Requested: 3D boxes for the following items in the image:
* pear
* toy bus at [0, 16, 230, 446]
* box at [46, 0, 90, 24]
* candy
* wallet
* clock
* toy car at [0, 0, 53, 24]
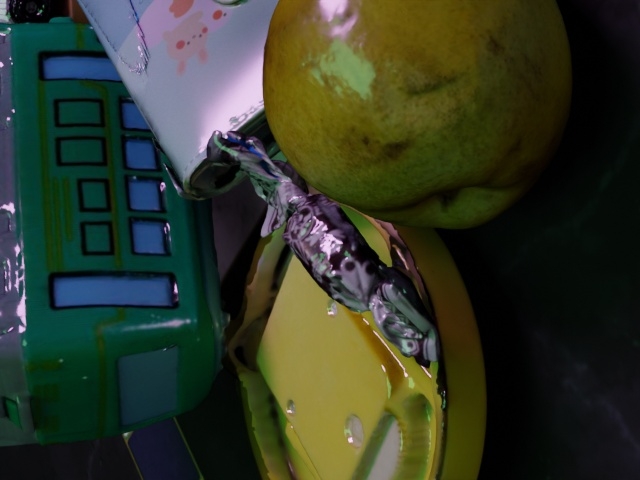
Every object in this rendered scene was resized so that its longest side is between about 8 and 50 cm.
[{"bbox_3d":[0.057,-0.102,0.788,0.200,0.200,0.200,13,106,52],"label":"pear"},{"bbox_3d":[-0.186,-0.017,1.065,0.183,0.199,0.343,101,162,-59],"label":"toy bus"},{"bbox_3d":[-0.272,-0.195,1.306,0.240,0.071,0.159,10,102,53],"label":"box"},{"bbox_3d":[0.000,0.000,0.841,0.051,0.094,0.226,-46,52,-2],"label":"candy"},{"bbox_3d":[-0.083,-0.169,0.989,0.176,0.075,0.250,-37,58,9],"label":"wallet"},{"bbox_3d":[0.029,0.095,0.949,0.293,0.071,0.277,63,141,36],"label":"clock"},{"bbox_3d":[-0.299,-0.228,1.219,0.170,0.070,0.080,24,114,51],"label":"toy car"}]
